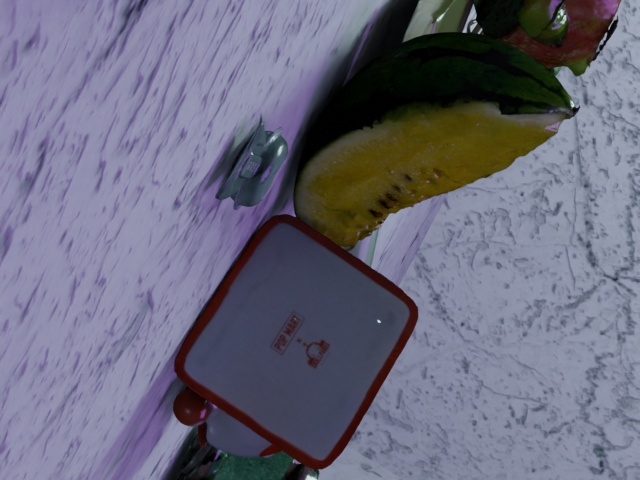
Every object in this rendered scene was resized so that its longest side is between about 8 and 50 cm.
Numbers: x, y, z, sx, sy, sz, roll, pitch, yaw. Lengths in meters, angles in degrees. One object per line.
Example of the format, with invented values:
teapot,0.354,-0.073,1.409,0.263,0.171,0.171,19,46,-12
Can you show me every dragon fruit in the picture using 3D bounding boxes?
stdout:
dragon fruit,0.243,-0.296,1.831,0.268,0.130,0.295,-104,-148,-59

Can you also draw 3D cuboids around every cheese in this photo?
cheese,-0.045,-0.051,1.243,0.067,0.026,0.121,-61,174,2

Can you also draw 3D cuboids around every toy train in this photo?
toy train,-0.125,0.318,1.906,0.304,0.150,0.221,-58,-175,-32

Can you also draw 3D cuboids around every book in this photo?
book,0.091,-0.148,1.699,0.352,0.035,0.239,-58,168,-66

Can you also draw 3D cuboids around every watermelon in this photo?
watermelon,0.071,-0.085,1.474,0.301,0.129,0.123,-26,-155,43

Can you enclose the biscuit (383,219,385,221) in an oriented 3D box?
biscuit,0.056,-0.031,2.213,0.180,0.039,0.236,-62,172,28

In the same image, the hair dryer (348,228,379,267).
hair dryer,0.000,0.000,1.829,0.237,0.075,0.206,-33,146,-61

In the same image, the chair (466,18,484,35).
chair,0.245,-0.284,2.284,0.104,0.095,0.221,-72,-175,-50

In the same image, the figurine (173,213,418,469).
figurine,-0.048,0.120,1.585,0.183,0.160,0.226,-57,-178,-27
